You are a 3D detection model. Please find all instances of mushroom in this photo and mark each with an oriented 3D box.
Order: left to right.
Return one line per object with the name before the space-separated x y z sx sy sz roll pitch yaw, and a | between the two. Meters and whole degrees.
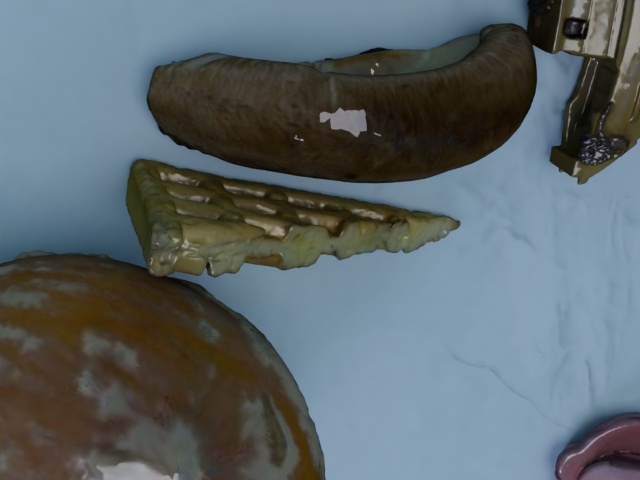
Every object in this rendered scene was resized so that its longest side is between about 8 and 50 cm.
mushroom | 0.022 -0.066 0.777 0.210 0.094 0.072 -9 105 -18

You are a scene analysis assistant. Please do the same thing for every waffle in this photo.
waffle | 0.000 0.000 0.772 0.191 0.125 0.032 9 105 -16

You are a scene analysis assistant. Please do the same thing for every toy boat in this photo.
toy boat | 0.152 -0.130 0.812 0.077 0.057 0.200 4 105 -12

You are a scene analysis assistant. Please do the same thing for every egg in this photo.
egg | -0.102 0.107 0.736 0.195 0.195 0.233 -45 116 0

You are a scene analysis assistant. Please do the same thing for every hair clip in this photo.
hair clip | 0.217 0.145 0.926 0.138 0.102 0.123 4 105 16
